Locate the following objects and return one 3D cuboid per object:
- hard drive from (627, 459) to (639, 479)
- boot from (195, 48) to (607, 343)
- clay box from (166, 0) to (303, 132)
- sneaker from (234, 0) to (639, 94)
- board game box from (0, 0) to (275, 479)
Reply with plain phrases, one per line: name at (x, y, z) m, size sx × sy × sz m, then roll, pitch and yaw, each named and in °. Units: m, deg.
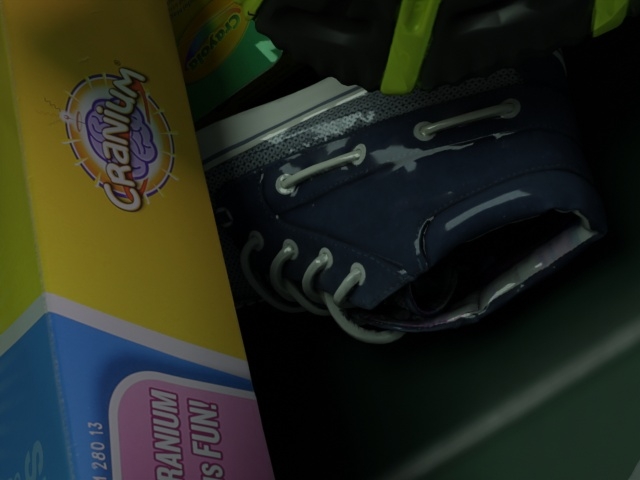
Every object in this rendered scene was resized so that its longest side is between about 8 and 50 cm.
hard drive at (0.195, 0.070, 0.270) m, size 0.353 × 0.047 × 0.233 m, roll -15°, pitch 15°, yaw 33°
boot at (0.000, 0.000, 0.545) m, size 0.190 × 0.069 × 0.086 m, roll -30°, pitch 46°, yaw 23°
clay box at (-0.067, -0.117, 0.670) m, size 0.127 × 0.053 × 0.222 m, roll -33°, pitch 53°, yaw 27°
sneaker at (0.150, -0.163, 0.456) m, size 0.384 × 0.145 × 0.147 m, roll -13°, pitch 26°, yaw 19°
board game box at (-0.114, 0.061, 0.551) m, size 0.242 × 0.064 × 0.316 m, roll -49°, pitch 43°, yaw 39°
